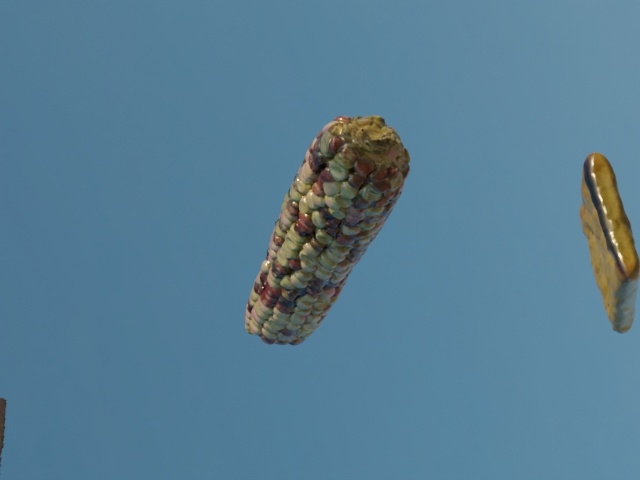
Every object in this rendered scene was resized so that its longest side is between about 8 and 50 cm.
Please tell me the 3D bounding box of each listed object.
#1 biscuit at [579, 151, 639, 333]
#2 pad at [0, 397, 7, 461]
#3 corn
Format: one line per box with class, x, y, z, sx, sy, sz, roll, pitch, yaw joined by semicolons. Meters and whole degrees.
biscuit;0.165;0.002;0.992;0.081;0.018;0.083;79;179;-61
pad;-0.192;0.129;0.644;0.188;0.006;0.113;-14;-62;-51
corn;0.000;0.000;1.569;0.092;0.280;0.092;15;-139;-13
